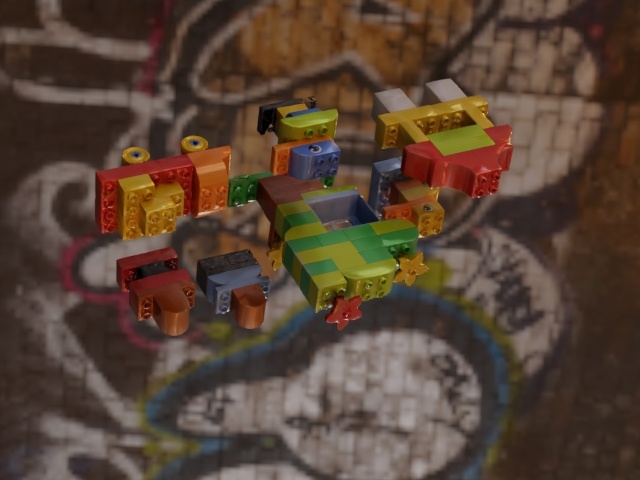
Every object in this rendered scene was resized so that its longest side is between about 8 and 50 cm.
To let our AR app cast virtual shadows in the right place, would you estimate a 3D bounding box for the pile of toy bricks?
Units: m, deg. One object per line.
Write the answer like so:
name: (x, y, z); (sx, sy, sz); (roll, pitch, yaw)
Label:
pile of toy bricks: (0.000, 0.000, 0.752); (0.105, 0.212, 0.118); (54, -31, 42)
